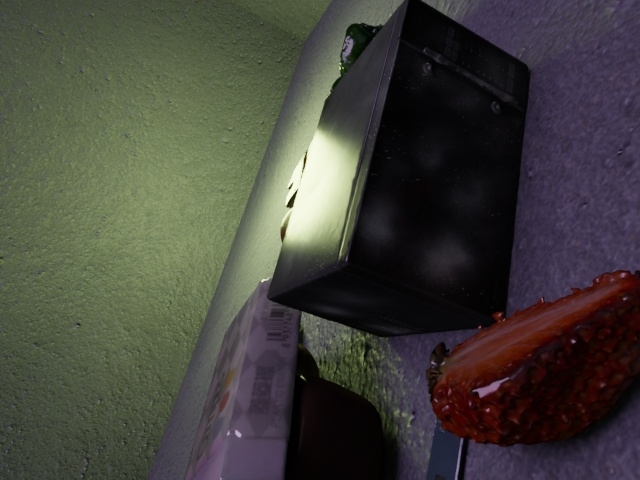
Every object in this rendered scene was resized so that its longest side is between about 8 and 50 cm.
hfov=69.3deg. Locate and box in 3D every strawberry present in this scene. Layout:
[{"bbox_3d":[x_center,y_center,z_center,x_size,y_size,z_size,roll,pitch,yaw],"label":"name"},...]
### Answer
[{"bbox_3d":[0.216,0.137,0.461,0.175,0.106,0.236,-35,-1,-34],"label":"strawberry"}]

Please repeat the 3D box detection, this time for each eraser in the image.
[{"bbox_3d":[-0.119,0.243,0.764,0.213,0.082,0.396,-54,17,28],"label":"eraser"}]

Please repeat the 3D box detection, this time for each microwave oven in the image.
[{"bbox_3d":[0.116,-0.088,0.765,0.374,0.236,0.432,-29,42,62],"label":"microwave oven"}]

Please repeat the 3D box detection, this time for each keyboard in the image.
[{"bbox_3d":[0.148,0.311,0.570,0.055,0.014,0.176,-27,44,63],"label":"keyboard"}]

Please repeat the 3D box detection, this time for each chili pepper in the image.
[{"bbox_3d":[0.116,-0.370,1.219,0.213,0.168,0.385,-49,-16,-44],"label":"chili pepper"}]

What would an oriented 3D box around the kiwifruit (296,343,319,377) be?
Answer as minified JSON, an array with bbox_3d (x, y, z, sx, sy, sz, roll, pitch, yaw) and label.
[{"bbox_3d":[-0.102,0.315,1.000,0.196,0.196,0.234,-98,32,-57],"label":"kiwifruit"}]

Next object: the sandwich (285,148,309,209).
[{"bbox_3d":[-0.027,-0.179,1.472,0.128,0.122,0.235,-49,23,36],"label":"sandwich"}]

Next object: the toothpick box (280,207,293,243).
[{"bbox_3d":[0.000,0.000,1.061,0.192,0.192,0.294,-67,18,4],"label":"toothpick box"}]

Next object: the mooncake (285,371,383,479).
[{"bbox_3d":[-0.032,0.374,0.742,0.326,0.174,0.334,-55,20,21],"label":"mooncake"}]

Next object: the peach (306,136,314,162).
[{"bbox_3d":[0.065,-0.209,1.130,0.196,0.190,0.226,121,161,-73],"label":"peach"}]
